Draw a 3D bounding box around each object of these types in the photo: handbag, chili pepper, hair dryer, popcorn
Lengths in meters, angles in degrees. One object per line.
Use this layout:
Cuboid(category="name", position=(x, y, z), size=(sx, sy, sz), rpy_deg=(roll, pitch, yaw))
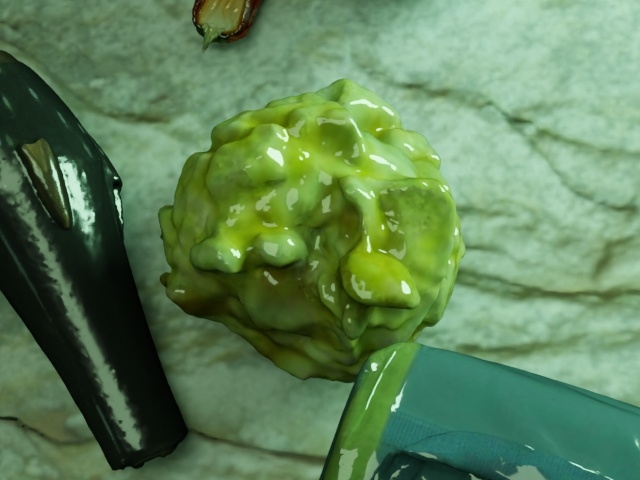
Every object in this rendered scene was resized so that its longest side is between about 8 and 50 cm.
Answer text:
Cuboid(category="handbag", position=(0.107, 0.204, 0.761), size=(0.241, 0.222, 0.263), rpy_deg=(15, 74, 12))
Cuboid(category="chili pepper", position=(-0.053, -0.211, 1.037), size=(0.045, 0.027, 0.178), rpy_deg=(15, 76, 12))
Cuboid(category="hair dryer", position=(-0.279, 0.048, 0.904), size=(0.359, 0.120, 0.303), rpy_deg=(-18, 78, -24))
Cuboid(category="popcorn", position=(0.001, -0.001, 0.869), size=(0.185, 0.187, 0.167), rpy_deg=(42, 106, 23))

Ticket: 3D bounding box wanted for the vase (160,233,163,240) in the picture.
Cuboid(category="vase", position=(-0.062, -0.028, 0.965), size=(0.053, 0.053, 0.100), rpy_deg=(36, 86, 20))
